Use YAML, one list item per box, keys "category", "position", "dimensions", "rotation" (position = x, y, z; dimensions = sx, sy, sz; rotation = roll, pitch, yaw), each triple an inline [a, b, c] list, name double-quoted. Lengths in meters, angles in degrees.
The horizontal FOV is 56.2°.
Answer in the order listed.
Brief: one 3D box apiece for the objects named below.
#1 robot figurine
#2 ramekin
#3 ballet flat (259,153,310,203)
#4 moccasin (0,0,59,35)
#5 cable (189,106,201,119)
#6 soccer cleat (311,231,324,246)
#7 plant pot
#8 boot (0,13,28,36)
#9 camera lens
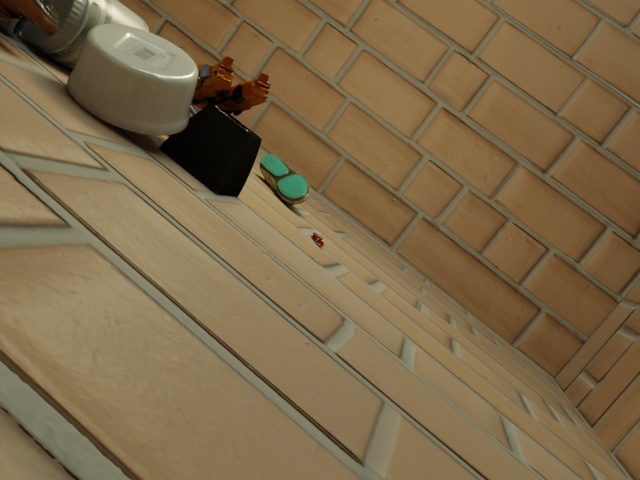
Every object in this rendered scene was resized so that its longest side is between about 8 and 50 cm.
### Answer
- category: "robot figurine"
  position: [-0.259, -0.387, 1.529]
  dimensions: [0.211, 0.085, 0.291]
  rotation: [17, -5, -36]
- category: "ramekin"
  position: [-0.412, -0.370, 1.352]
  dimensions: [0.277, 0.135, 0.277]
  rotation: [21, 31, -13]
- category: "ballet flat"
  position: [-0.123, -0.203, 2.223]
  dimensions: [0.123, 0.123, 0.348]
  rotation: [31, 12, -42]
- category: "moccasin"
  position: [-0.738, -0.545, 1.282]
  dimensions: [0.379, 0.147, 0.139]
  rotation: [31, 1, -6]
- category: "cable"
  position: [-0.390, -0.391, 1.821]
  dimensions: [0.257, 0.089, 0.257]
  rotation: [49, -12, 37]
- category: "soccer cleat"
  position: [0.000, 0.000, 1.824]
  dimensions: [0.035, 0.029, 0.083]
  rotation: [28, 7, -30]
- category: "plant pot"
  position: [-0.258, -0.235, 1.514]
  dimensions: [0.188, 0.167, 0.187]
  rotation: [37, 7, 6]
- category: "boot"
  position: [-0.688, -0.605, 1.394]
  dimensions: [0.123, 0.258, 0.095]
  rotation: [40, 18, -10]
- category: "camera lens"
  position: [-0.598, -0.539, 1.556]
  dimensions: [0.219, 0.219, 0.274]
  rotation: [41, 9, 27]
